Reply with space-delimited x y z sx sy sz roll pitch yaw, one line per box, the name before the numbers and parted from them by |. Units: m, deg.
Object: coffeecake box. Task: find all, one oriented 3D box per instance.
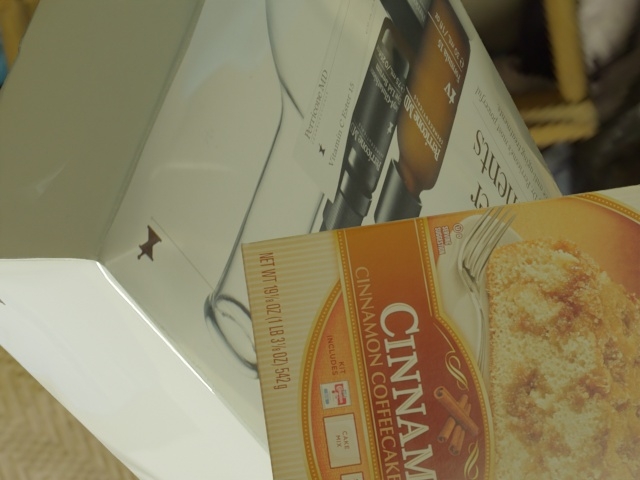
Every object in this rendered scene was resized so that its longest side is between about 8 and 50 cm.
coffeecake box | 0.076 0.063 0.577 0.186 0.142 0.068 -9 163 0

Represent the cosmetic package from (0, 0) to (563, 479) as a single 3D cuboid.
cosmetic package | 0.000 0.000 0.811 0.097 0.284 0.377 1 146 31
